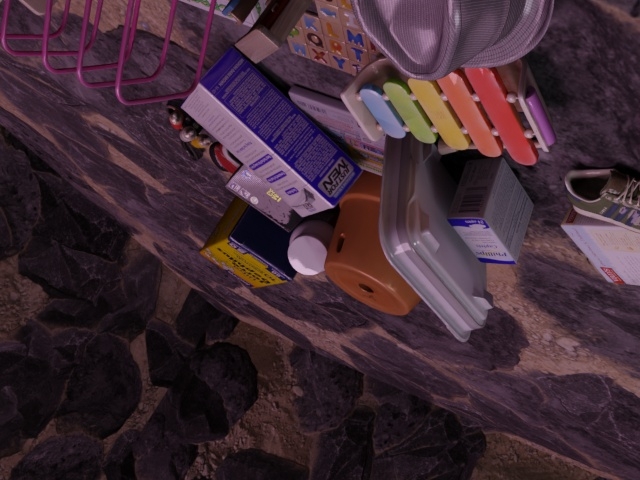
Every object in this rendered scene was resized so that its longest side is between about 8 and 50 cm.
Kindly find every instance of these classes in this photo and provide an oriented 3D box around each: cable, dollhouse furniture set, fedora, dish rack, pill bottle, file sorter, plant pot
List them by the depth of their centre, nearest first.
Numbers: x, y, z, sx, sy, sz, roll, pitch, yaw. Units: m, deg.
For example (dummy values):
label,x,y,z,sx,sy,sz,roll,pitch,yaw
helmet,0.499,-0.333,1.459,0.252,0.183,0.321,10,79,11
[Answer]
label,x,y,z,sx,sy,sz,roll,pitch,yaw
fedora,0.117,-0.273,0.802,0.243,0.124,0.276,16,142,31
dollhouse furniture set,-0.055,-0.341,0.904,0.129,0.184,0.129,38,161,-21
file sorter,-0.324,-0.330,1.062,0.290,0.182,0.202,25,-157,19
dish rack,0.214,-0.015,1.275,0.072,0.286,0.333,-17,136,31
plant pot,0.141,0.020,1.547,0.290,0.204,0.291,28,162,10
pill bottle,0.000,0.000,1.691,0.121,0.121,0.216,30,-156,4
cable,-0.334,-0.255,1.802,0.139,0.072,0.287,39,162,-8

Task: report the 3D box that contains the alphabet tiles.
label,x,y,z,sx,sy,sz,roll,pitch,yaw
alphabet tiles,0.036,-0.314,1.126,0.237,0.009,0.198,25,162,20

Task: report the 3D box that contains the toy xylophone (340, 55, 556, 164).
label,x,y,z,sx,sy,sz,roll,pitch,yaw
toy xylophone,0.201,-0.182,1.076,0.322,0.081,0.236,5,150,48

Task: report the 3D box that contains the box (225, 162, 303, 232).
label,x,y,z,sx,sy,sz,roll,pitch,yaw
box,-0.085,-0.129,1.630,0.184,0.045,0.190,38,129,-13

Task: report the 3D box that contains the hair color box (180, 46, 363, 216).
label,x,y,z,sx,sy,sz,roll,pitch,yaw
hair color box,-0.098,-0.199,1.441,0.339,0.110,0.185,44,163,-12

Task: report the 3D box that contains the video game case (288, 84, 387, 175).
label,x,y,z,sx,sy,sz,roll,pitch,yaw
video game case,0.054,-0.197,1.394,0.212,0.023,0.193,23,161,23

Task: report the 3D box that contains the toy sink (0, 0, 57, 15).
label,x,y,z,sx,sy,sz,roll,pitch,yaw
toy sink,-0.561,-0.519,1.316,0.234,0.153,0.131,40,161,-29

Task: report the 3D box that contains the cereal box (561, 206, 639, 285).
label,x,y,z,sx,sy,sz,roll,pitch,yaw
cereal box,0.520,0.013,1.155,0.173,0.047,0.240,42,160,-30

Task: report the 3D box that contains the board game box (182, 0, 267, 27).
label,x,y,z,sx,sy,sz,roll,pitch,yaw
board game box,-0.227,-0.445,1.125,0.305,0.053,0.193,25,163,19

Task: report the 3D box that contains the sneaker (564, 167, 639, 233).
label,x,y,z,sx,sy,sz,roll,pitch,yaw
sneaker,0.434,-0.061,1.060,0.192,0.064,0.086,17,163,46

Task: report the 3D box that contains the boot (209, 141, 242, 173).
label,x,y,z,sx,sy,sz,roll,pitch,yaw
boot,-0.152,-0.155,1.767,0.244,0.088,0.176,41,165,-19

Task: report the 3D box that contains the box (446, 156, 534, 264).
label,x,y,z,sx,sy,sz,roll,pitch,yaw
box,0.284,-0.048,1.236,0.072,0.126,0.137,-1,145,42

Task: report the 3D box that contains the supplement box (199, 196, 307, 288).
label,x,y,z,sx,sy,sz,roll,pitch,yaw
supplement box,-0.160,-0.010,1.978,0.194,0.195,0.356,35,163,-13
